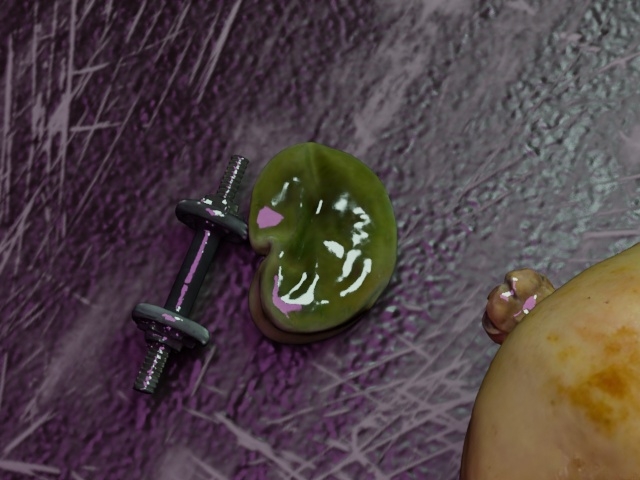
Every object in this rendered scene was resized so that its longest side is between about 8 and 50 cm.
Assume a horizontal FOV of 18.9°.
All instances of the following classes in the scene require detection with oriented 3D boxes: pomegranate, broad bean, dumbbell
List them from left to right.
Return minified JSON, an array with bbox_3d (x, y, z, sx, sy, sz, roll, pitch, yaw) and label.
[{"bbox_3d":[-0.125,0.032,1.876,0.081,0.081,0.254,19,77,13],"label":"dumbbell"},{"bbox_3d":[-0.001,0.001,1.872,0.153,0.072,0.207,17,73,-6],"label":"broad bean"},{"bbox_3d":[0.295,0.169,1.614,0.411,0.411,0.411,-2,73,7],"label":"pomegranate"}]
